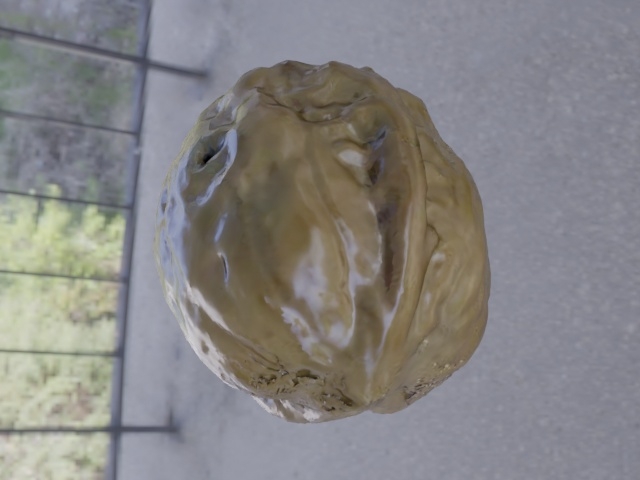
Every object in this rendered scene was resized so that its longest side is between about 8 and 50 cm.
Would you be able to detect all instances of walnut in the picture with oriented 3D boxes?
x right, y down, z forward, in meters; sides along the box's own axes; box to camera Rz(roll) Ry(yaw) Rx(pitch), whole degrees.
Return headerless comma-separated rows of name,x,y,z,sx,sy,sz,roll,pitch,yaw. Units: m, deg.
walnut,0.000,0.000,0.781,0.198,0.198,0.245,-53,35,31
